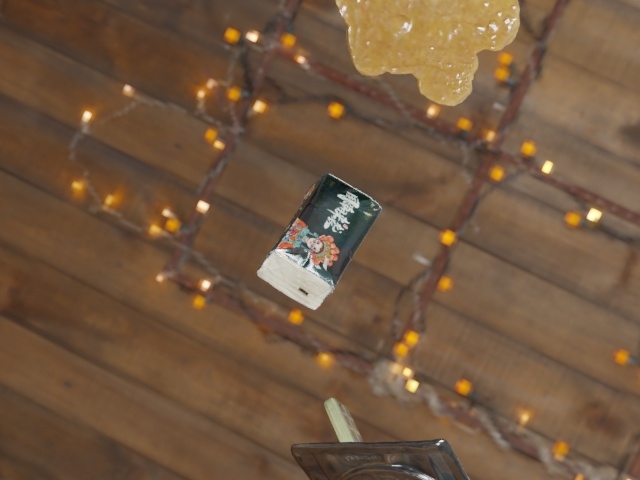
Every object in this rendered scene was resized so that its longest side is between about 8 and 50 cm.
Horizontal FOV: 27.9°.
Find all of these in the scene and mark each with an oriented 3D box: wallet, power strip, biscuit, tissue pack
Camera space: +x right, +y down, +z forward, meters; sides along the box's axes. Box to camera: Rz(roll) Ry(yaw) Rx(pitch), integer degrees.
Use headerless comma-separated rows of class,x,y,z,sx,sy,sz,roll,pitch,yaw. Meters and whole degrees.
wallet,0.123,0.377,1.737,0.323,0.247,0.041,60,39,-34
power strip,0.058,0.359,2.298,0.028,0.169,0.076,-32,149,9
biscuit,0.152,-0.365,1.821,0.051,0.269,0.375,-102,178,-63
tissue pack,0.000,-0.001,1.774,0.170,0.103,0.090,-59,-178,-40
